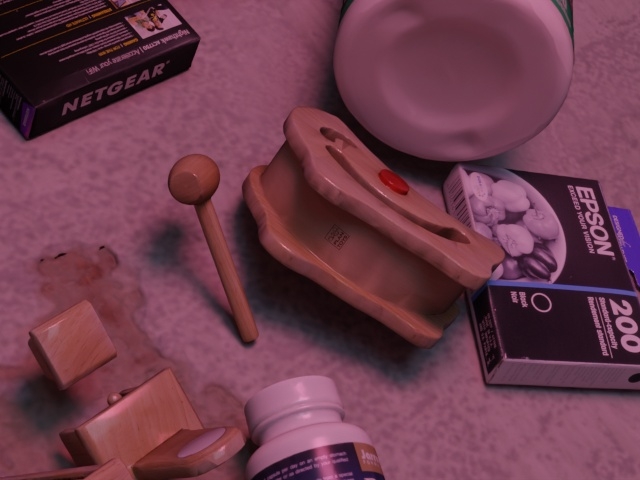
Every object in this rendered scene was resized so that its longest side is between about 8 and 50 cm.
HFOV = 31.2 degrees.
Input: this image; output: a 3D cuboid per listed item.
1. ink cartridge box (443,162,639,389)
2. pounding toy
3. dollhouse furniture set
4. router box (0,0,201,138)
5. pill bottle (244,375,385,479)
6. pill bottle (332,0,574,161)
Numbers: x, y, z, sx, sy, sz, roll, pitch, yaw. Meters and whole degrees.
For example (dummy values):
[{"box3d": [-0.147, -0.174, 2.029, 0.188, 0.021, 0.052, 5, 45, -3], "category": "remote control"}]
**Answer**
[{"box3d": [0.225, 0.032, 1.017, 0.208, 0.045, 0.206, 6, 54, -21], "category": "ink cartridge box"}, {"box3d": [0.000, 0.000, 0.930, 0.269, 0.155, 0.154, 32, 21, -11], "category": "pounding toy"}, {"box3d": [-0.244, 0.036, 0.647, 0.303, 0.174, 0.355, -32, 98, -37], "category": "dollhouse furniture set"}, {"box3d": [-0.213, -0.177, 0.978, 0.179, 0.046, 0.133, -31, 73, -36], "category": "router box"}, {"box3d": [0.002, 0.183, 0.782, 0.094, 0.094, 0.169, -4, 59, -25], "category": "pill bottle"}, {"box3d": [0.133, -0.262, 1.075, 0.204, 0.204, 0.361, 20, 46, -9], "category": "pill bottle"}]
